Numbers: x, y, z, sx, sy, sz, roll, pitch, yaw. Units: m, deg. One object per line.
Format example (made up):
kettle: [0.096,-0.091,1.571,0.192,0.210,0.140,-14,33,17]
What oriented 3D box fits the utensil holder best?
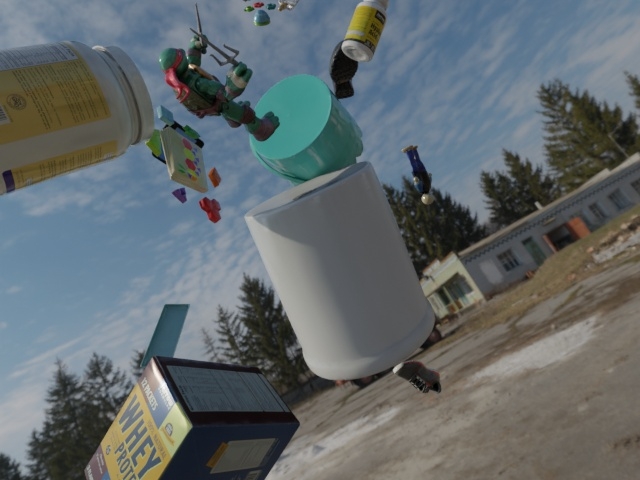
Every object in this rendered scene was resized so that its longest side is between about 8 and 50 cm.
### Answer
utensil holder: [0.041,0.057,0.939,0.327,0.386,0.328,-23,13,6]

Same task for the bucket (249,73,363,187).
bucket: [-0.042,-0.280,1.086,0.281,0.281,0.183,-34,-30,13]

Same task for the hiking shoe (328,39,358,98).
hiking shoe: [0.057,-0.518,1.202,0.086,0.114,0.227,-12,-14,-3]

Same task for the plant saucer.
plant saucer: [-0.367,0.227,0.985,0.067,0.192,0.018,0,-52,-2]

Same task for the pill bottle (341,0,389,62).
pill bottle: [0.089,-0.411,0.785,0.065,0.065,0.117,15,-85,-68]

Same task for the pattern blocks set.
pattern blocks set: [-0.391,-0.227,1.189,0.026,0.325,0.285,-26,-36,18]

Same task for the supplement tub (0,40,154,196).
supplement tub: [-0.528,-0.245,0.794,0.331,0.241,0.241,-33,-11,-39]

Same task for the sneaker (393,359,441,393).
sneaker: [0.260,0.359,1.062,0.157,0.065,0.061,21,-57,-25]

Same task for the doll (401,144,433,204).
doll: [0.318,-0.206,1.298,0.046,0.189,0.129,-22,-5,38]

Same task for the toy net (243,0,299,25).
toy net: [-0.187,-0.932,1.651,0.232,0.122,0.045,-34,-36,-24]

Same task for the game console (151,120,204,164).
game console: [-0.479,-0.312,1.391,0.124,0.085,0.144,-46,-47,10]

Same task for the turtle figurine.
turtle figurine: [-0.165,-0.242,0.626,0.118,0.175,0.234,-42,-27,6]

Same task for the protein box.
protein box: [-0.179,0.297,0.591,0.201,0.136,0.200,28,-84,-47]
